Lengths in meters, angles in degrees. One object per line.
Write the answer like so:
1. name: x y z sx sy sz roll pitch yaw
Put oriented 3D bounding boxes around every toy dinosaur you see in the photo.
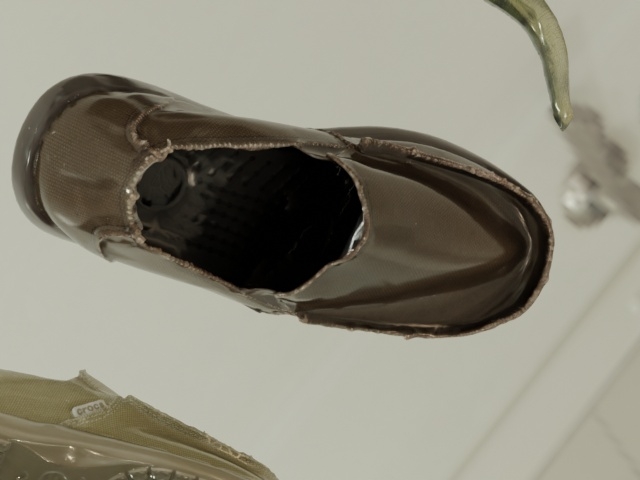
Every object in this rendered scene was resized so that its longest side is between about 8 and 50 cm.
1. toy dinosaur: 0.070 -0.192 1.104 0.268 0.064 0.118 44 136 18

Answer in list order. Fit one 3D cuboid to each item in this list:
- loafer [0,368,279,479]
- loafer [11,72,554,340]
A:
1. loafer: -0.132 0.129 1.161 0.268 0.102 0.092 21 -147 -19
2. loafer: 0.000 0.000 1.159 0.366 0.134 0.130 8 -167 -31
